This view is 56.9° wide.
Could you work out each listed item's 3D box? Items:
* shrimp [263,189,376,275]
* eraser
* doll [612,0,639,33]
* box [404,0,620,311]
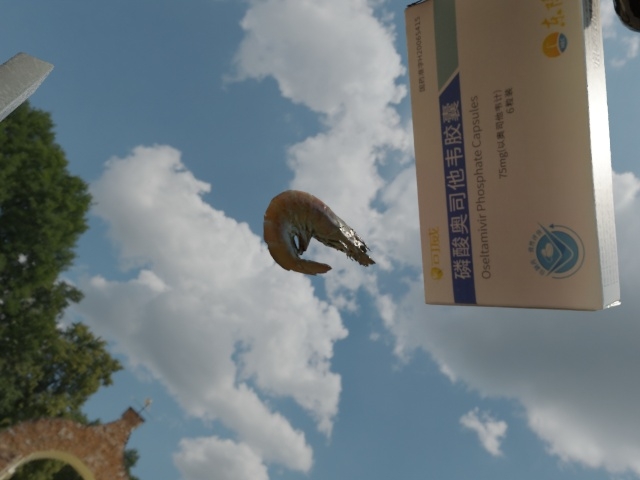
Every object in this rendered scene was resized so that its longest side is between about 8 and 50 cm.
[{"bbox_3d":[0.000,0.000,1.100,0.249,0.150,0.068,22,-11,-26],"label":"shrimp"},{"bbox_3d":[-0.712,-0.313,1.299,0.111,0.352,0.077,-34,-63,25],"label":"eraser"},{"bbox_3d":[0.445,-0.317,0.652,0.234,0.143,0.135,12,-41,35],"label":"doll"},{"bbox_3d":[0.194,-0.102,0.626,0.200,0.065,0.343,-3,-89,45],"label":"box"}]
